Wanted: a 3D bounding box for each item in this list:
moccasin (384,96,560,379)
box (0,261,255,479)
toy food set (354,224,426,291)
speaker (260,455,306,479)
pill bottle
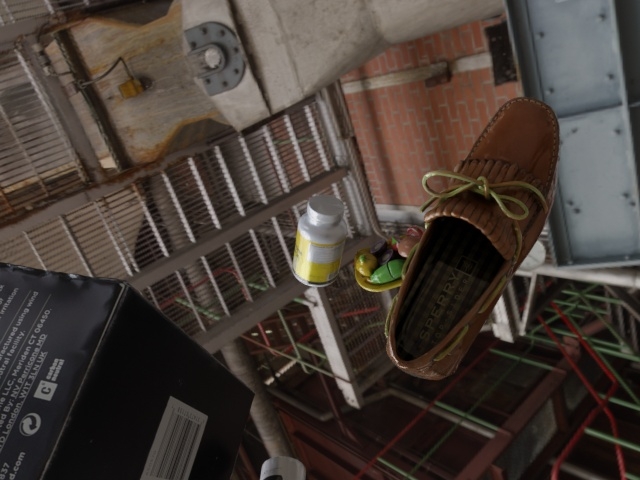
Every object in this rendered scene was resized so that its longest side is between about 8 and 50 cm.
[{"bbox_3d":[0.185,-0.013,0.670,0.380,0.139,0.147,-57,-24,-4],"label":"moccasin"},{"bbox_3d":[-0.269,0.158,0.502,0.343,0.312,0.179,71,-149,-61],"label":"box"},{"bbox_3d":[0.160,0.021,1.107,0.071,0.218,0.128,54,-157,-41],"label":"toy food set"},{"bbox_3d":[-0.046,0.310,0.596,0.055,0.055,0.136,56,-160,-28],"label":"speaker"},{"bbox_3d":[0.000,0.000,1.135,0.103,0.103,0.184,-21,-43,-34],"label":"pill bottle"}]
